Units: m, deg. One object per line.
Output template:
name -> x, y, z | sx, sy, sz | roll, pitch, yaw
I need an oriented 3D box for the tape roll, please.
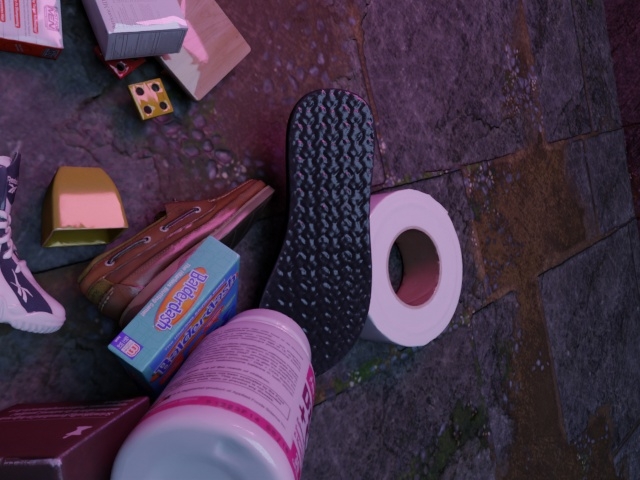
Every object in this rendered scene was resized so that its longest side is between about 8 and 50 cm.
tape roll -> 0.140, 0.049, 0.918 | 0.286, 0.100, 0.286 | 3, 84, -38

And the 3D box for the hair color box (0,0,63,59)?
hair color box -> -0.374, -0.257, 0.560 | 0.141, 0.043, 0.071 | -3, 89, -38

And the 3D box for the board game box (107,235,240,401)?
board game box -> -0.166, 0.108, 0.605 | 0.047, 0.210, 0.160 | 33, 62, 8

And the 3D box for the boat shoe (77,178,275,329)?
boat shoe -> -0.174, -0.013, 0.659 | 0.104, 0.110, 0.307 | 37, 43, 3

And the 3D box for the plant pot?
plant pot -> -0.288, -0.043, 0.596 | 0.081, 0.081, 0.083 | -4, 77, -39

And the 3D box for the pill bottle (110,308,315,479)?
pill bottle -> -0.089, 0.185, 0.543 | 0.283, 0.160, 0.160 | -71, 143, -76

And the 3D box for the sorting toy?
sorting toy -> -0.194, -0.278, 0.704 | 0.132, 0.046, 0.274 | 49, 59, -26

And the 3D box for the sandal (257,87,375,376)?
sandal -> 0.003, -0.001, 0.769 | 0.168, 0.107, 0.445 | 9, 97, -7

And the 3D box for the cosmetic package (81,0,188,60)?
cosmetic package -> -0.257, -0.345, 0.610 | 0.099, 0.060, 0.239 | -19, 84, -33

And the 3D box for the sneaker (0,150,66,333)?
sneaker -> -0.347, -0.015, 0.532 | 0.235, 0.094, 0.153 | 41, 71, -18

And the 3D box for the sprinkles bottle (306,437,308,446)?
sprinkles bottle -> -0.097, 0.414, 0.686 | 0.121, 0.121, 0.355 | 16, 77, -37

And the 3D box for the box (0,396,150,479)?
box -> -0.254, 0.367, 0.501 | 0.143, 0.191, 0.381 | -27, 108, -72
